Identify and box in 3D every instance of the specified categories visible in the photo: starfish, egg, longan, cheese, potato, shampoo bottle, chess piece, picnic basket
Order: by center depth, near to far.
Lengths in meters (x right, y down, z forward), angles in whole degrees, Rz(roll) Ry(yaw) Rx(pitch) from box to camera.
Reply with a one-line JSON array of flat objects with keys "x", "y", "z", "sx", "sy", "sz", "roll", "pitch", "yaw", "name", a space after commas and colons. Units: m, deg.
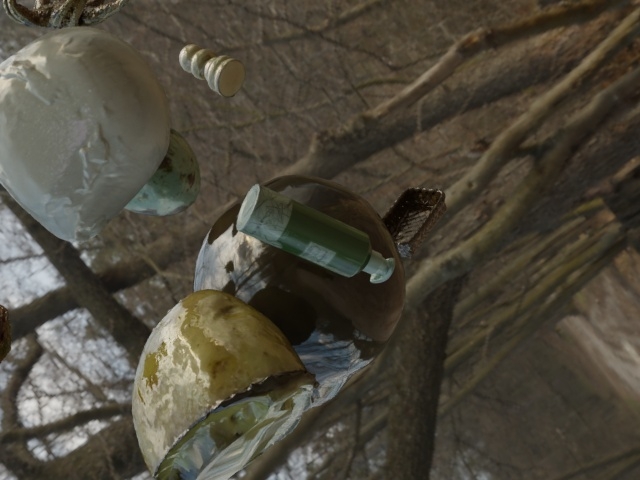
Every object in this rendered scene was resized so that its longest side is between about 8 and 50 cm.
[{"x": -0.249, "y": -0.121, "z": 0.843, "sx": 0.198, "sy": 0.189, "sz": 0.154, "roll": 50, "pitch": -169, "yaw": 3, "name": "cheese"}, {"x": 0.000, "y": 0.000, "z": 0.985, "sx": 0.204, "sy": 0.065, "sz": 0.065, "roll": 24, "pitch": -161, "yaw": -21, "name": "shampoo bottle"}, {"x": -0.148, "y": 0.191, "z": 1.088, "sx": 0.242, "sy": 0.285, "sz": 0.242, "roll": 14, "pitch": -136, "yaw": -14, "name": "potato"}, {"x": -0.353, "y": -0.351, "z": 1.174, "sx": 0.146, "sy": 0.190, "sz": 0.074, "roll": -61, "pitch": -28, "yaw": -59, "name": "starfish"}, {"x": -0.041, "y": 0.083, "z": 1.354, "sx": 0.336, "sy": 0.404, "sz": 0.404, "roll": -9, "pitch": -125, "yaw": -38, "name": "longan"}, {"x": -0.305, "y": -0.127, "z": 1.477, "sx": 0.169, "sy": 0.169, "sz": 0.231, "roll": 58, "pitch": -171, "yaw": 30, "name": "egg"}, {"x": 0.191, "y": -0.038, "z": 1.720, "sx": 0.110, "sy": 0.193, "sz": 0.055, "roll": 10, "pitch": 136, "yaw": 36, "name": "picnic basket"}, {"x": -0.272, "y": -0.415, "z": 1.943, "sx": 0.170, "sy": 0.094, "sz": 0.094, "roll": 28, "pitch": 176, "yaw": 28, "name": "chess piece"}]

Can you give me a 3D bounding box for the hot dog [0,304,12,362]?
[{"x": -0.587, "y": 0.122, "z": 1.162, "sx": 0.272, "sy": 0.122, "sz": 0.196, "roll": 22, "pitch": -147, "yaw": -22, "name": "hot dog"}]
